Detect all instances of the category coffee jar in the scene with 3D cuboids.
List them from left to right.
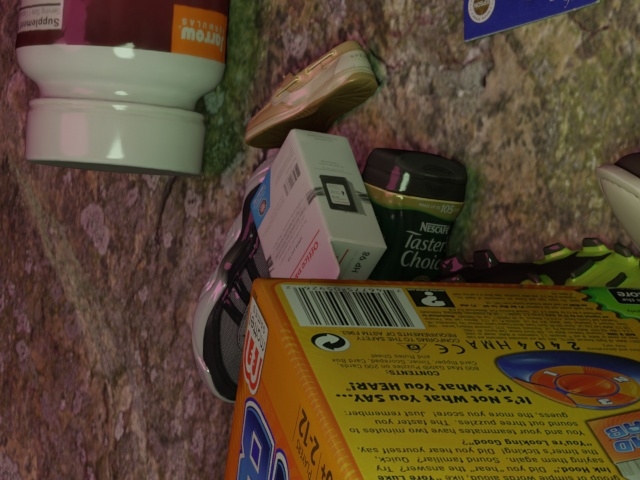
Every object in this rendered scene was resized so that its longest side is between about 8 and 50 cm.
[{"bbox_3d":[0.072,0.009,1.793,0.079,0.096,0.184,25,106,55],"label":"coffee jar"}]

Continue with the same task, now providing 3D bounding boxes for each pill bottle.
[{"bbox_3d":[-0.204,-0.270,2.074,0.224,0.224,0.392,3,89,52],"label":"pill bottle"}]

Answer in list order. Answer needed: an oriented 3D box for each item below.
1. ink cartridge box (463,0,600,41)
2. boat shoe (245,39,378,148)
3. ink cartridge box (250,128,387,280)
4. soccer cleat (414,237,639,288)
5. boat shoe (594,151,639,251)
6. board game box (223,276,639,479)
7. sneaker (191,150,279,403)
[{"bbox_3d":[0.163,-0.377,1.752,0.176,0.069,0.371,-11,80,51],"label":"ink cartridge box"},{"bbox_3d":[-0.012,-0.144,1.950,0.170,0.063,0.059,-28,62,37],"label":"boat shoe"},{"bbox_3d":[0.000,0.000,1.760,0.104,0.060,0.180,-59,35,37],"label":"ink cartridge box"},{"bbox_3d":[0.194,0.070,1.652,0.289,0.093,0.121,-2,118,53],"label":"soccer cleat"},{"bbox_3d":[0.321,-0.002,1.476,0.097,0.116,0.324,-38,30,-6],"label":"boat shoe"},{"bbox_3d":[0.137,0.263,1.347,0.356,0.356,0.356,-118,34,-62],"label":"board game box"},{"bbox_3d":[-0.034,0.055,1.916,0.153,0.101,0.268,35,111,51],"label":"sneaker"}]
